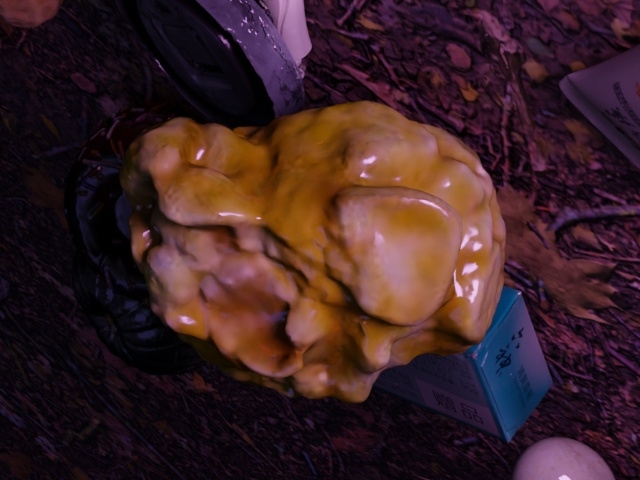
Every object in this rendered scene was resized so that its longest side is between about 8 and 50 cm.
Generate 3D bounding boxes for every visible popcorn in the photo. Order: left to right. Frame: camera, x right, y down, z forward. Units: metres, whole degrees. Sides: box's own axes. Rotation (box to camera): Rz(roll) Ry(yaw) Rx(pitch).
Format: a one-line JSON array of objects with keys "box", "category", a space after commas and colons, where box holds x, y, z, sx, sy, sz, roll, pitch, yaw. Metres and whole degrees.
[{"box": [-0.001, -0.005, 1.604, 0.293, 0.334, 0.292, -96, -6, -66], "category": "popcorn"}]

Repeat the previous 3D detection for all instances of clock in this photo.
[{"box": [-0.106, -0.191, 1.668, 0.226, 0.049, 0.226, 41, 161, 18], "category": "clock"}]

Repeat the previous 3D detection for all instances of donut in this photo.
[{"box": [-0.186, -0.032, 1.913, 0.235, 0.089, 0.235, 11, 115, 24], "category": "donut"}]

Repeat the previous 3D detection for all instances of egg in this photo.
[{"box": [0.264, 0.277, 1.877, 0.114, 0.114, 0.152, 13, 148, 44], "category": "egg"}]

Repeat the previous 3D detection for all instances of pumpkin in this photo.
[{"box": [-0.200, 0.059, 2.105, 0.220, 0.162, 0.220, 35, 147, 28], "category": "pumpkin"}]

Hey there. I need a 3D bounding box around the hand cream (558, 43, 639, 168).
[{"box": [0.280, -0.117, 1.274, 0.140, 0.089, 0.314, 43, 162, 0], "category": "hand cream"}]

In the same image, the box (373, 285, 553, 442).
[{"box": [0.107, 0.098, 1.830, 0.245, 0.092, 0.153, 21, 149, 37], "category": "box"}]

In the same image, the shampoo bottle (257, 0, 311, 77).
[{"box": [-0.032, -0.197, 1.614, 0.049, 0.034, 0.141, 22, 151, 23], "category": "shampoo bottle"}]

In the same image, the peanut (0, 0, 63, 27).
[{"box": [-0.336, -0.312, 1.769, 0.108, 0.095, 0.226, 13, 143, 38], "category": "peanut"}]
